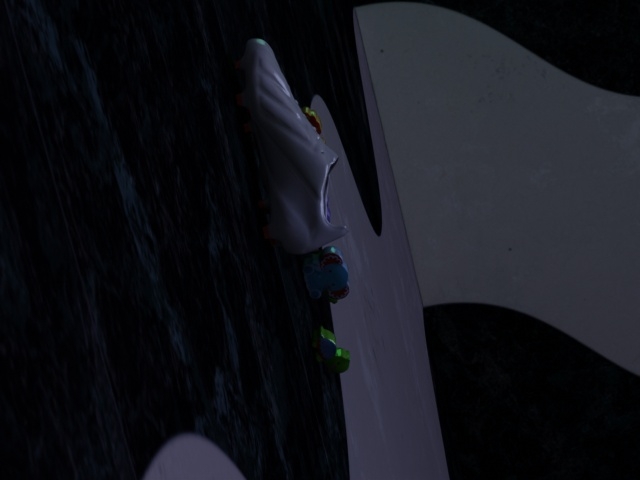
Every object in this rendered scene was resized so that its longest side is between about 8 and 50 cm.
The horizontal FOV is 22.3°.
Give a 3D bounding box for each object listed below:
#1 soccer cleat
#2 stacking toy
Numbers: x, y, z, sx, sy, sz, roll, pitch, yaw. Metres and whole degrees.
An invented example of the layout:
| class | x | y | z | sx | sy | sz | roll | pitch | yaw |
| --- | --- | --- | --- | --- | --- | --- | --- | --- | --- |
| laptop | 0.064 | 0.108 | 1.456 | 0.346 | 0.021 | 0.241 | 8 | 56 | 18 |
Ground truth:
| class | x | y | z | sx | sy | sz | roll | pitch | yaw |
| --- | --- | --- | --- | --- | --- | --- | --- | --- | --- |
| soccer cleat | -0.025 | -0.085 | 1.424 | 0.068 | 0.076 | 0.196 | 42 | 36 | -79 |
| stacking toy | 0.000 | 0.000 | 1.599 | 0.167 | 0.052 | 0.221 | -90 | 167 | -62 |
